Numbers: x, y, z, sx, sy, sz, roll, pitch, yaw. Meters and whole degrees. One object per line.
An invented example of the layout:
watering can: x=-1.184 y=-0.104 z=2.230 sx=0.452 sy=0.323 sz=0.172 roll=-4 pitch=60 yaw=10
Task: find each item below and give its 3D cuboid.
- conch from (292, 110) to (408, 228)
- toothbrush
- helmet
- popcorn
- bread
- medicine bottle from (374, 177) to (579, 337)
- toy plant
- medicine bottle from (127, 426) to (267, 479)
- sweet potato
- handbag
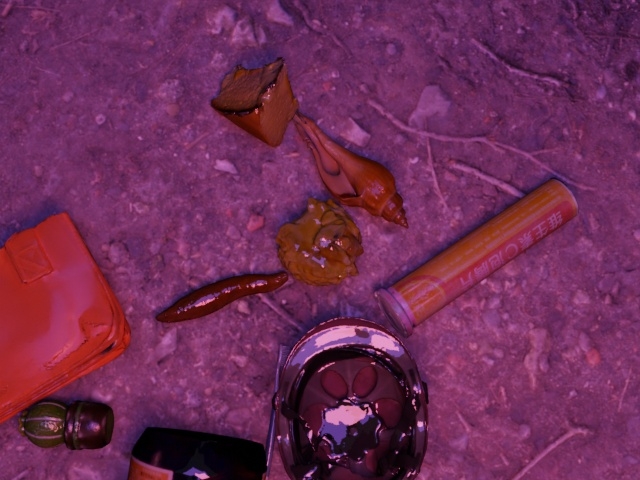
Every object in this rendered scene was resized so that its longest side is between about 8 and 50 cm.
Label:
conch: x=0.058 y=-0.136 z=1.638 sx=0.109 sy=0.093 sz=0.330 roll=-48 pitch=68 yaw=10
toothbrush: x=-0.085 y=0.334 z=1.562 sx=0.025 sy=0.019 sz=0.275 roll=10 pitch=78 yaw=-9
helmet: x=0.060 y=0.322 z=1.482 sx=0.271 sy=0.197 sz=0.338 roll=-8 pitch=70 yaw=4
popcorn: x=0.001 y=0.002 z=1.584 sx=0.174 sy=0.142 sz=0.173 roll=-4 pitch=79 yaw=22
bread: x=-0.130 y=-0.288 z=1.615 sx=0.169 sy=0.160 sz=0.140 roll=29 pitch=78 yaw=3
medicine bottle: x=0.306 y=0.025 z=1.603 sx=0.426 sy=0.108 sz=0.108 roll=-34 pitch=82 yaw=-10
toy plant: x=-0.464 y=0.335 z=1.504 sx=0.163 sy=0.093 sz=0.092 roll=1 pitch=78 yaw=-2
medicine bottle: x=-0.231 y=0.522 z=1.405 sx=0.243 sy=0.242 sz=0.394 roll=11 pitch=83 yaw=-1
sweet potato: x=-0.189 y=0.103 z=1.587 sx=0.265 sy=0.057 sz=0.057 roll=-21 pitch=80 yaw=-9
handbag: x=-0.581 y=0.161 z=1.522 sx=0.410 sy=0.116 sz=0.303 roll=-30 pitch=82 yaw=-9
